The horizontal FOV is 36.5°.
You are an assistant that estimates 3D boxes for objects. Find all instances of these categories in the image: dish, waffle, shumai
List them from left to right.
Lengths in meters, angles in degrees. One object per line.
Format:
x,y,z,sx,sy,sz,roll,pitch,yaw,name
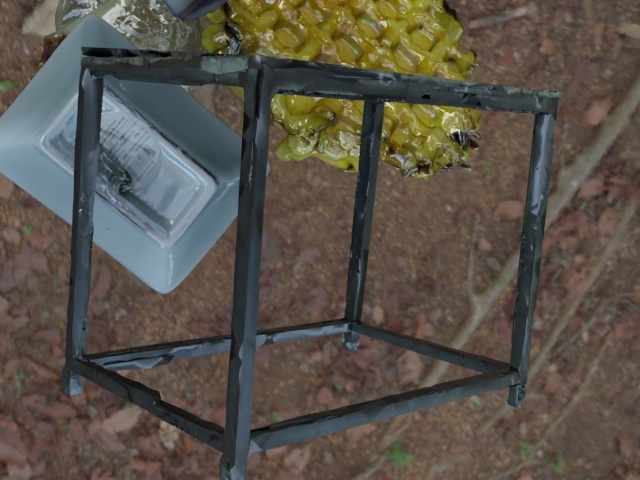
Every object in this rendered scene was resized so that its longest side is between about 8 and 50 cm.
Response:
-0.241,-0.223,1.130,0.201,0.120,0.201,3,112,8,shumai
-0.185,-0.079,0.946,0.243,0.080,0.182,40,88,-14,dish
0.031,-0.236,1.181,0.382,0.380,0.095,5,148,-27,waffle

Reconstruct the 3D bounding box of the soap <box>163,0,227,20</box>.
-0.076,-0.348,0.715,0.107,0.296,0.285,-29,98,-38,soap

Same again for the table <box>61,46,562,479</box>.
0.000,0.000,0.779,0.335,0.222,0.272,-3,102,-44,table
